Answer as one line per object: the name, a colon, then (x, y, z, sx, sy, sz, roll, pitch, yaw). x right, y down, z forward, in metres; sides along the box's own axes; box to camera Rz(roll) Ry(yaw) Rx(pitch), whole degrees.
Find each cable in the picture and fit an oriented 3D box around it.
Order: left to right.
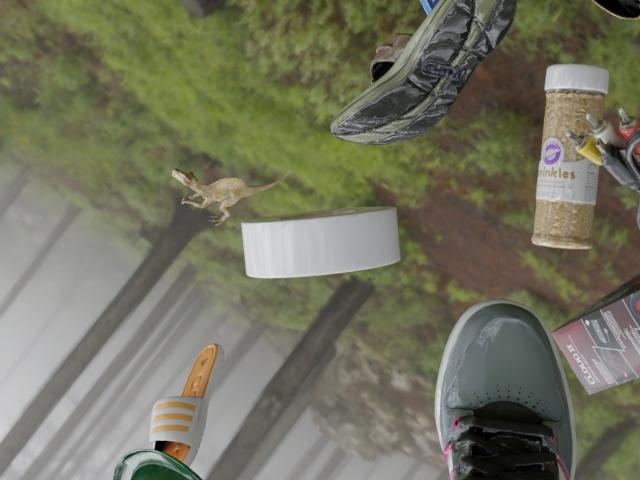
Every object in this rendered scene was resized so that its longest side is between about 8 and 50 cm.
cable: (0.534, -0.112, 1.647, 0.139, 0.072, 0.287, -21, 133, 39)

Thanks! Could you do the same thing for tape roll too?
tape roll: (0.000, 0.000, 1.808, 0.286, 0.100, 0.286, -6, -175, 1)

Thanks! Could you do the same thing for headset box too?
headset box: (0.473, 0.094, 1.362, 0.110, 0.218, 0.293, 59, 152, 7)

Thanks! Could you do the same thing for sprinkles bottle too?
sprinkles bottle: (0.490, -0.163, 1.962, 0.121, 0.355, 0.121, 5, -178, 0)

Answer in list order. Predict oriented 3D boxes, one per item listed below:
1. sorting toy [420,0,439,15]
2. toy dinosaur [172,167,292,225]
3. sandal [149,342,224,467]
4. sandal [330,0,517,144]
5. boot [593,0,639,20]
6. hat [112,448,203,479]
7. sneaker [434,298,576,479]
sorting toy: (0.167, -0.465, 1.578, 0.047, 0.348, 0.196, -12, 151, 26)
toy dinosaur: (-0.130, -0.066, 1.425, 0.183, 0.092, 0.053, 0, -119, -32)
sandal: (-0.230, 0.265, 1.607, 0.076, 0.265, 0.102, 36, 134, -24)
sandal: (0.125, -0.221, 1.230, 0.120, 0.303, 0.086, 13, -134, -37)
boot: (0.404, -0.445, 1.514, 0.115, 0.112, 0.305, -24, -115, -42)
hat: (-0.184, 0.312, 0.865, 0.173, 0.183, 0.208, 29, 129, 27)
sneaker: (0.126, 0.181, 0.664, 0.124, 0.295, 0.178, 0, 172, 2)
